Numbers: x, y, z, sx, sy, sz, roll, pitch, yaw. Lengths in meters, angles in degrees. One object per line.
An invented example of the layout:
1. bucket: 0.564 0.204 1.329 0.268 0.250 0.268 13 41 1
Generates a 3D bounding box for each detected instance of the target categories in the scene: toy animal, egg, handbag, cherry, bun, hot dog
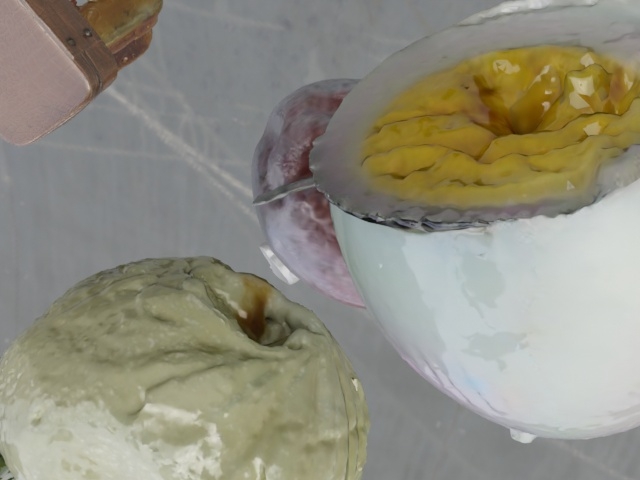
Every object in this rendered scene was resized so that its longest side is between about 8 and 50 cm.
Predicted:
1. toy animal: 0.000 0.000 1.556 0.127 0.182 0.131 38 166 37
2. egg: 0.206 0.009 0.780 0.354 0.354 0.340 3 131 35
3. handbag: -0.311 -0.195 0.913 0.151 0.072 0.193 -30 109 29
4. cherry: 0.041 -0.063 1.288 0.326 0.291 0.335 58 169 -13
5. bun: -0.115 0.136 0.868 0.349 0.227 0.352 22 -167 -18
6. hot dog: -0.373 -0.294 1.401 0.117 0.349 0.158 40 139 2

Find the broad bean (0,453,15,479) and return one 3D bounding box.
1. broad bean: -0.394 0.286 0.851 0.144 0.292 0.049 23 -158 -46
